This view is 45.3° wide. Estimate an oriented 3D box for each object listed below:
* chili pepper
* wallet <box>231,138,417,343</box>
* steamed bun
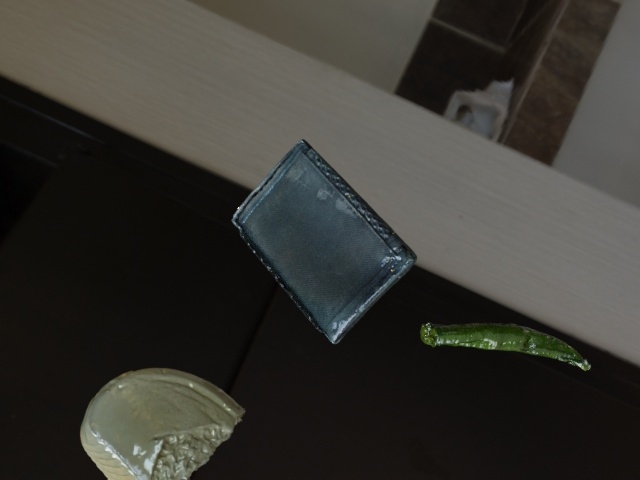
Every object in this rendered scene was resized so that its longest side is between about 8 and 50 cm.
[{"bbox_3d":[0.376,0.204,1.540,0.085,0.359,0.076,154,124,-72],"label":"chili pepper"},{"bbox_3d":[0.000,0.000,1.491,0.237,0.342,0.075,-47,-22,13],"label":"wallet"},{"bbox_3d":[-0.288,0.353,1.439,0.272,0.273,0.290,-39,1,-34],"label":"steamed bun"}]
